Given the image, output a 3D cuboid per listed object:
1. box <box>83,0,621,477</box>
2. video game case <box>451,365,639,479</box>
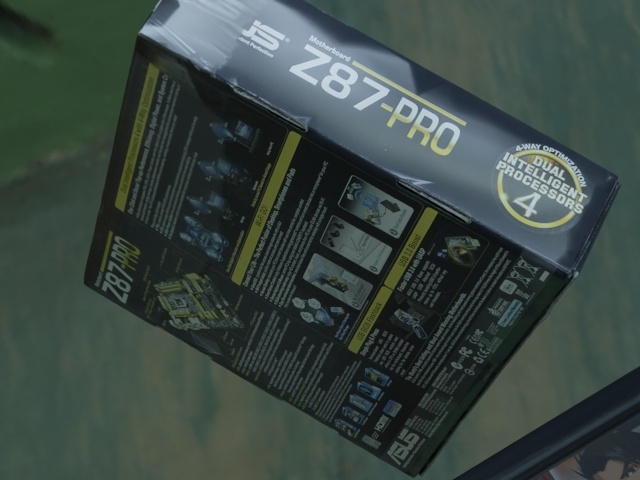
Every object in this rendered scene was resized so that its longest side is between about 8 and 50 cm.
[{"bbox_3d":[0.000,0.000,1.381,0.318,0.395,0.097,28,62,2],"label":"box"},{"bbox_3d":[0.231,0.196,1.211,0.275,0.248,0.035,-37,19,34],"label":"video game case"}]
